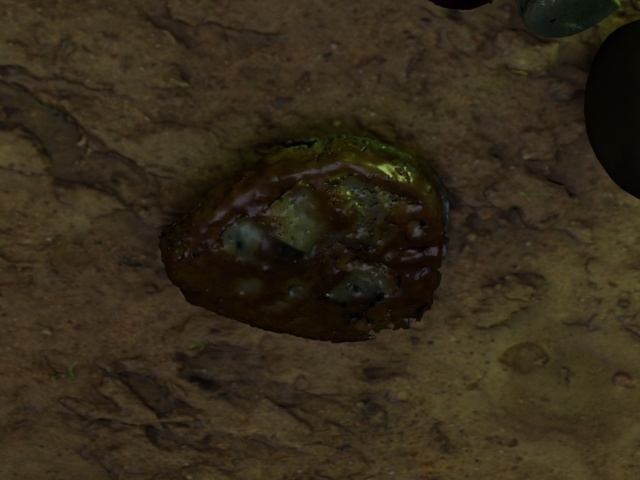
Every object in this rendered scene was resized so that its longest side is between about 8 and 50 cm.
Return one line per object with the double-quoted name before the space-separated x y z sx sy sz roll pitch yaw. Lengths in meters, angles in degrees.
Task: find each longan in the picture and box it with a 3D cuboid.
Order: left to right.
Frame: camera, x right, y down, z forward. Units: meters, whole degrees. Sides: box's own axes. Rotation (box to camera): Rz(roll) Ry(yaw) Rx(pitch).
"longan" 0.332 -0.121 1.415 0.189 0.189 0.189 -1 129 -2

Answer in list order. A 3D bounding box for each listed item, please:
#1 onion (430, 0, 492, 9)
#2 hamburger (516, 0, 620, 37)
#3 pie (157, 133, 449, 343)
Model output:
"onion" 0.132 -0.253 1.333 0.115 0.104 0.115 -18 148 -12
"hamburger" 0.220 -0.219 1.378 0.084 0.054 0.121 -33 157 21
"pie" 0.000 0.001 1.541 0.308 0.085 0.308 -4 131 -4
